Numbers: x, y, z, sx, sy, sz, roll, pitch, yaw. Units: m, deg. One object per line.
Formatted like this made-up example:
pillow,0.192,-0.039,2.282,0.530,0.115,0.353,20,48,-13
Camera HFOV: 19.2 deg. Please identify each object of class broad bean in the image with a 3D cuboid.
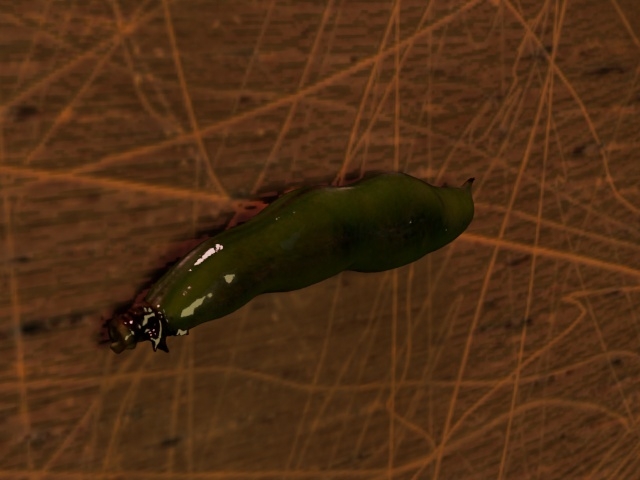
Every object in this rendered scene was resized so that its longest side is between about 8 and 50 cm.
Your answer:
broad bean,0.000,-0.001,1.001,0.297,0.043,0.060,-17,120,-48
